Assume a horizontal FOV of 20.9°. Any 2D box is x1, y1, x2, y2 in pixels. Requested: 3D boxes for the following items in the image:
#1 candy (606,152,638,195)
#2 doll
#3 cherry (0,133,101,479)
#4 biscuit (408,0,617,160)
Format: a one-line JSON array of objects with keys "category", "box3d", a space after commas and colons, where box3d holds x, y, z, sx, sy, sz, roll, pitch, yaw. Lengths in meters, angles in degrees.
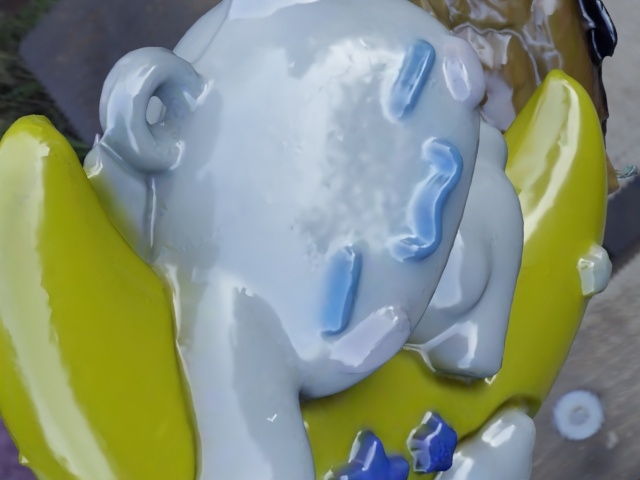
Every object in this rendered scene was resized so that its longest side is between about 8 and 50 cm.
[{"category": "candy", "box3d": [0.133, -0.039, 0.963, 0.053, 0.182, 0.046, -20, 85, 21]}, {"category": "doll", "box3d": [0.000, 0.000, 0.512, 0.111, 0.237, 0.252, 14, 77, 49]}, {"category": "cherry", "box3d": [-0.184, 0.082, 0.735, 0.266, 0.183, 0.213, -30, 35, 14]}, {"category": "biscuit", "box3d": [0.028, -0.113, 0.787, 0.075, 0.296, 0.296, -25, 77, -14]}]
